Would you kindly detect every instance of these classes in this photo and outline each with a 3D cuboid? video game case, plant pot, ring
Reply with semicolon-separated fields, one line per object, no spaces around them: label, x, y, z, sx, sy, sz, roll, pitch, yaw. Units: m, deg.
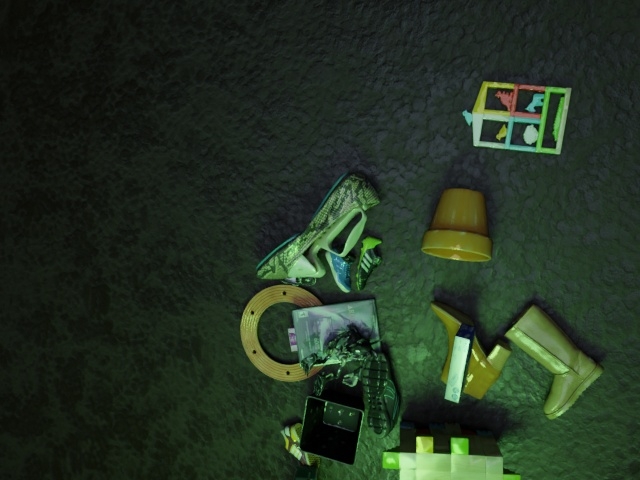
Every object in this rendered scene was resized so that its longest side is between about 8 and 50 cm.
video game case;0.055;0.305;1.849;0.274;0.026;0.196;-8;93;3
plant pot;0.053;0.590;1.836;0.187;0.167;0.188;11;97;14
plant pot;0.414;-0.048;1.672;0.205;0.205;0.188;8;82;14
ring;-0.113;0.315;1.926;0.336;0.032;0.337;1;95;16

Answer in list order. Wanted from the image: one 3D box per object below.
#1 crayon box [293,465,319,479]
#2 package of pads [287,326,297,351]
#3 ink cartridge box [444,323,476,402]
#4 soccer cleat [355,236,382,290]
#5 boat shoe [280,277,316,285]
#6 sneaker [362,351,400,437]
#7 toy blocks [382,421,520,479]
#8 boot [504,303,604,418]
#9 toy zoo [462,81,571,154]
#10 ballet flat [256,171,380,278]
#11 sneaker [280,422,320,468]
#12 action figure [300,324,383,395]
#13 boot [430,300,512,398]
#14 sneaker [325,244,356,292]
crayon box;-0.053;0.940;1.855;0.081;0.202;0.319;3;112;5
package of pads;-0.079;0.329;1.884;0.050;0.032;0.083;-8;94;11
ink cartridge box;0.411;0.359;1.655;0.046;0.097;0.207;12;110;23
soccer cleat;0.157;0.077;1.815;0.072;0.060;0.179;11;95;13
boat shoe;-0.079;0.130;1.894;0.125;0.038;0.046;10;98;14
sneaker;0.202;0.495;1.825;0.101;0.106;0.268;-2;87;41
toy blocks;0.386;0.643;1.716;0.381;0.261;0.191;0;93;8
boot;0.666;0.363;1.694;0.269;0.089;0.236;41;96;9
toy zoo;0.572;-0.366;1.671;0.293;0.030;0.193;9;98;14
ballet flat;0.000;0.000;1.789;0.483;0.164;0.182;-45;74;11
sneaker;-0.070;0.721;1.941;0.083;0.069;0.186;-25;88;32
action figure;0.069;0.370;1.772;0.164;0.275;0.141;52;141;24
boot;0.421;0.344;1.748;0.295;0.104;0.211;35;110;15
sneaker;0.083;0.088;1.835;0.084;0.058;0.152;-26;82;25
